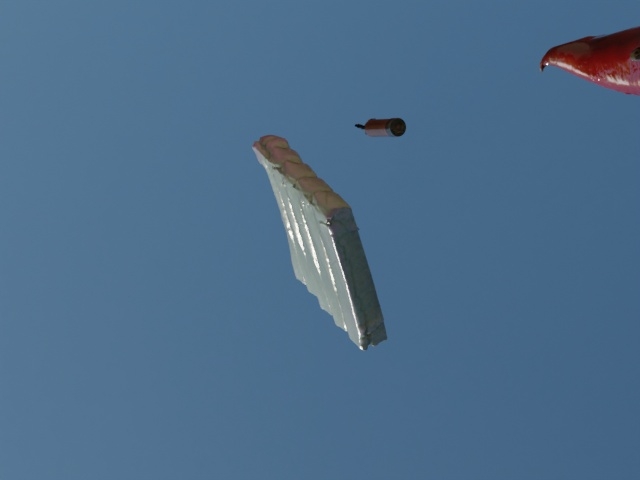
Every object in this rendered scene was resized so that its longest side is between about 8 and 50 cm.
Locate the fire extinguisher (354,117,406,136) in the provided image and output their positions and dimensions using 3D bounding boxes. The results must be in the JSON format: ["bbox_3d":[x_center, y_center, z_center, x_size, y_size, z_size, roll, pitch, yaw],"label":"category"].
[{"bbox_3d":[0.068,-0.132,1.824,0.028,0.022,0.083,16,177,-26],"label":"fire extinguisher"}]

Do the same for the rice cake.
[{"bbox_3d":[0.000,0.000,1.554,0.037,0.198,0.189,-29,-142,-12],"label":"rice cake"}]

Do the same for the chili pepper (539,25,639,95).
[{"bbox_3d":[0.325,-0.172,1.567,0.137,0.092,0.368,-6,-176,-5],"label":"chili pepper"}]
